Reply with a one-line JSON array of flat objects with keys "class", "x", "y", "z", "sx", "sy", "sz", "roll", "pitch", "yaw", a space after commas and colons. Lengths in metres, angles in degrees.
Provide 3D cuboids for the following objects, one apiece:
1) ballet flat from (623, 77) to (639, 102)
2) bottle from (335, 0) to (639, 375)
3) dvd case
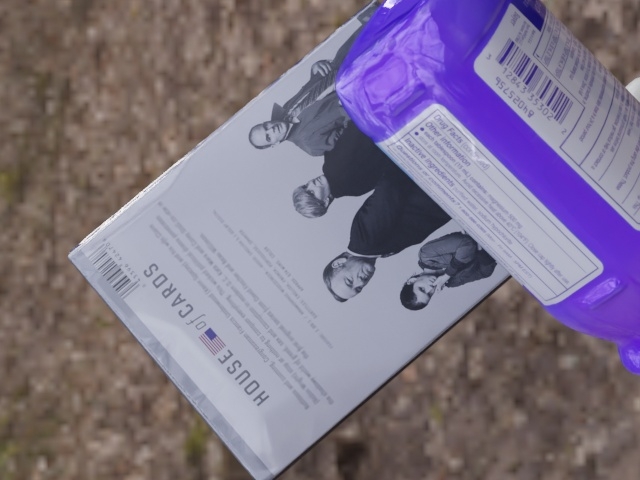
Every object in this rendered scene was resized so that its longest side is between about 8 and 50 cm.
[{"class": "ballet flat", "x": 0.250, "y": -0.076, "z": 1.371, "sx": 0.231, "sy": 0.077, "sz": 0.077, "roll": 30, "pitch": 162, "yaw": 51}, {"class": "bottle", "x": 0.135, "y": -0.016, "z": 0.954, "sx": 0.092, "sy": 0.283, "sz": 0.118, "roll": -39, "pitch": 15, "yaw": 34}, {"class": "dvd case", "x": 0.000, "y": 0.000, "z": 1.138, "sx": 0.179, "sy": 0.239, "sz": 0.029, "roll": 49, "pitch": 175, "yaw": 6}]
